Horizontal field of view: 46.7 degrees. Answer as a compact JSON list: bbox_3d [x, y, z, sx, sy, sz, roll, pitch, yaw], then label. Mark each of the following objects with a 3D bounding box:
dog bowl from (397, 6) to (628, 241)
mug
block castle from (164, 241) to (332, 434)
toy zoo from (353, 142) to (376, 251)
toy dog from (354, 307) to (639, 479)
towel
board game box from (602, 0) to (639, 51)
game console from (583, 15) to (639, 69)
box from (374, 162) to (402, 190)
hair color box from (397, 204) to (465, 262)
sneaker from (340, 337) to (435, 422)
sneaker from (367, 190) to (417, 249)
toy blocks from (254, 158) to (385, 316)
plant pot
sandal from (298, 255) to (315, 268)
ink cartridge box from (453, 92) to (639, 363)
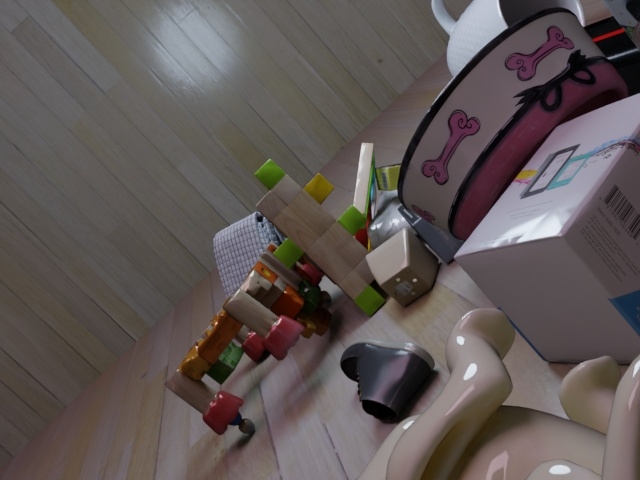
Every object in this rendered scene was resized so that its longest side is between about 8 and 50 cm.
[{"bbox_3d":[0.322,-0.157,1.202,0.408,0.150,0.408,-34,-26,-19],"label":"dog bowl"},{"bbox_3d":[0.467,-0.580,2.021,0.276,0.374,0.328,-54,10,-24],"label":"mug"},{"bbox_3d":[-0.132,0.206,1.660,0.303,0.213,0.453,-52,4,15],"label":"block castle"},{"bbox_3d":[0.109,-0.074,1.796,0.293,0.030,0.192,79,-162,-61],"label":"toy zoo"},{"bbox_3d":[0.168,0.253,0.560,0.408,0.284,0.396,-13,69,63],"label":"toy dog"},{"bbox_3d":[-0.168,0.077,2.067,0.121,0.284,0.235,-12,-7,-43],"label":"towel"},{"bbox_3d":[0.514,-0.233,0.886,0.097,0.303,0.224,-45,12,-7],"label":"board game box"},{"bbox_3d":[0.595,-0.396,1.518,0.342,0.060,0.386,-40,18,-32],"label":"game console"},{"bbox_3d":[0.252,-0.165,1.753,0.232,0.058,0.087,-11,9,-18],"label":"box"},{"bbox_3d":[0.344,-0.134,1.516,0.374,0.113,0.185,-41,12,5],"label":"hair color box"},{"bbox_3d":[0.078,0.228,1.211,0.118,0.083,0.222,-50,16,-28],"label":"sneaker"},{"bbox_3d":[0.224,-0.077,1.768,0.169,0.108,0.292,-24,19,25],"label":"sneaker"},{"bbox_3d":[0.000,0.000,1.678,0.191,0.381,0.261,-46,-3,-3],"label":"toy blocks"},{"bbox_3d":[0.165,0.062,1.462,0.109,0.109,0.096,-38,26,22],"label":"plant pot"},{"bbox_3d":[-0.048,0.071,2.067,0.076,0.102,0.265,-47,15,-31],"label":"sandal"},{"bbox_3d":[0.350,-0.014,0.914,0.270,0.198,0.197,-47,13,-23],"label":"ink cartridge box"}]
